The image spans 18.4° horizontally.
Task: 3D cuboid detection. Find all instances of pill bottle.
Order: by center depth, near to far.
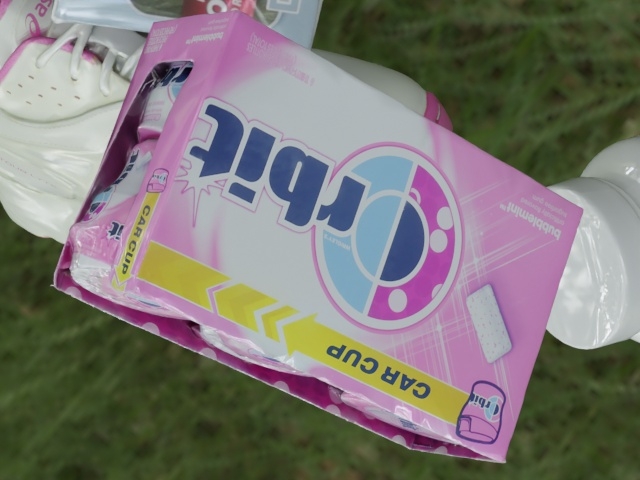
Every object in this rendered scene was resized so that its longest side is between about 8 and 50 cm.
[{"bbox_3d":[0.220,-0.009,1.117,0.121,0.216,0.121,29,126,49],"label":"pill bottle"}]

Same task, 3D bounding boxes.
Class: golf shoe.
[{"bbox_3d":[-0.079,-0.062,0.909,0.306,0.115,0.140,4,143,44],"label":"golf shoe"}]

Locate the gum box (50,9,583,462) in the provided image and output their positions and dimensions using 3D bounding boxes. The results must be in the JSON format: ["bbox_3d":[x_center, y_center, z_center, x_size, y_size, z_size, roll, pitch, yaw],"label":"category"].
[{"bbox_3d":[0.000,0.000,0.738,0.188,0.107,0.062,27,165,-32],"label":"gum box"}]

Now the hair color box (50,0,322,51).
[{"bbox_3d":[-0.051,-0.256,0.915,0.113,0.374,0.185,7,122,-8],"label":"hair color box"}]
